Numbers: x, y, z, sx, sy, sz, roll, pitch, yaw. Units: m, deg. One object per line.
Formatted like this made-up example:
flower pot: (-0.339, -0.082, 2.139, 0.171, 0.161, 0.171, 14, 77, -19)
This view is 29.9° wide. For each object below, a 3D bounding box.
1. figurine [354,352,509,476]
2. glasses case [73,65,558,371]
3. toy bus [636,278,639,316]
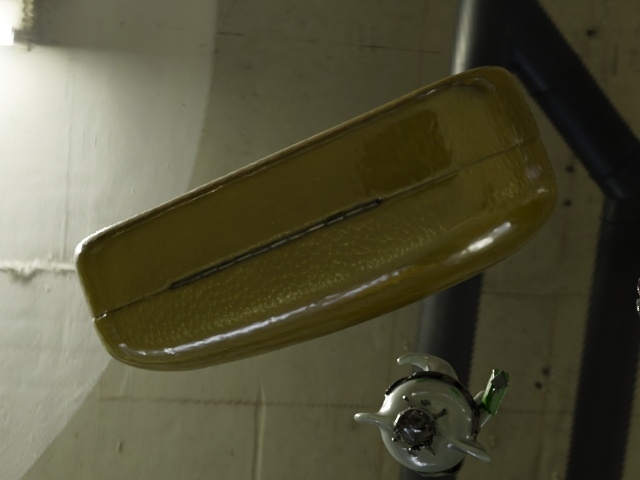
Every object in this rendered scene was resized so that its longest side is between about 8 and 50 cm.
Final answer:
figurine: (0.114, 0.182, 1.224, 0.147, 0.192, 0.126, 8, -91, 14)
glasses case: (0.000, 0.000, 0.902, 0.371, 0.173, 0.141, -22, -89, 23)
toy bus: (0.291, 0.102, 0.858, 0.086, 0.178, 0.098, -22, -34, 20)
